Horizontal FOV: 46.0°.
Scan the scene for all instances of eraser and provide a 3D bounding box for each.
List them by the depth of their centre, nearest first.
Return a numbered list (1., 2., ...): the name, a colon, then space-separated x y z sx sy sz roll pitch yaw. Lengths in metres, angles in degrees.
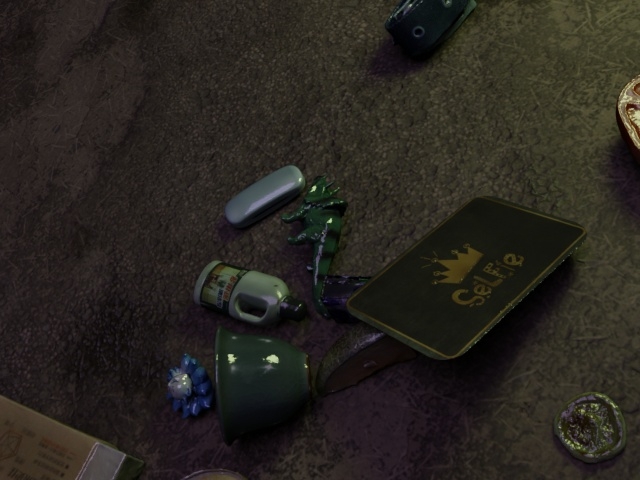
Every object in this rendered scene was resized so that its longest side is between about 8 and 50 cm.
1. eraser: -0.492 0.402 1.370 0.343 0.078 0.144 14 67 28

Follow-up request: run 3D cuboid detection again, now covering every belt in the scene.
1. belt: 0.242 -0.485 1.586 0.218 0.128 0.122 -51 26 -11

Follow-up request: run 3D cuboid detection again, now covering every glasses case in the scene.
1. glasses case: -0.113 -0.089 1.531 0.178 0.045 0.067 -31 54 2

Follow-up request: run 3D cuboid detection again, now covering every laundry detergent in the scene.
1. laundry detergent: -0.126 0.106 1.403 0.226 0.070 0.099 15 59 28

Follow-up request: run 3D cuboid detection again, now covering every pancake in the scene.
1. pancake: 0.400 0.275 1.111 0.108 0.017 0.108 -13 56 20

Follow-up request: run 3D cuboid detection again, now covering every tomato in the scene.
1. tomato: 0.614 -0.193 1.261 0.237 0.095 0.236 -8 57 13

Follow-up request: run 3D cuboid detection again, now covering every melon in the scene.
1. melon: 0.061 0.195 1.258 0.182 0.098 0.054 -26 30 6

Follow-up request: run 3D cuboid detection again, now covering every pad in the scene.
1. pad: 0.253 0.033 1.191 0.375 0.063 0.315 -38 40 -26

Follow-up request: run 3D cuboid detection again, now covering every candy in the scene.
1. candy: 0.156 0.103 1.273 0.312 0.088 0.061 0 59 23

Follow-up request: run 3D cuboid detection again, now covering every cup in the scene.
1. cup: -0.091 0.235 1.259 0.150 0.199 0.199 -5 57 -1

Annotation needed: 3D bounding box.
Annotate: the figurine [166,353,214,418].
1. figurine: -0.229 0.267 1.341 0.114 0.079 0.114 -12 72 40

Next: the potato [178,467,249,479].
1. potato: -0.182 0.460 1.205 0.200 0.081 0.164 -29 46 1

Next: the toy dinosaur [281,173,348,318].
1. toy dinosaur: -0.016 0.000 1.419 0.120 0.079 0.292 0 64 25
